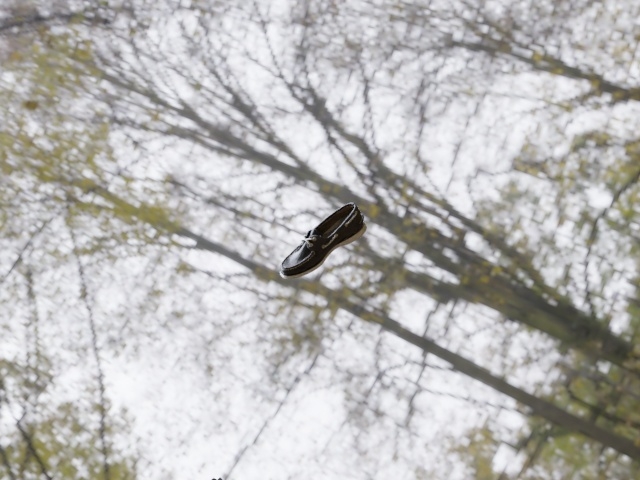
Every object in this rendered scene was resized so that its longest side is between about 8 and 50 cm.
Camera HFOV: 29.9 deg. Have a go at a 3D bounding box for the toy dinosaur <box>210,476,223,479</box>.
[{"bbox_3d":[-0.134,0.495,1.856,0.164,0.218,0.322,-50,-11,8],"label":"toy dinosaur"}]

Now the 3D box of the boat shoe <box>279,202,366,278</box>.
[{"bbox_3d":[0.000,0.000,1.433,0.125,0.046,0.038,-32,-53,-14],"label":"boat shoe"}]
